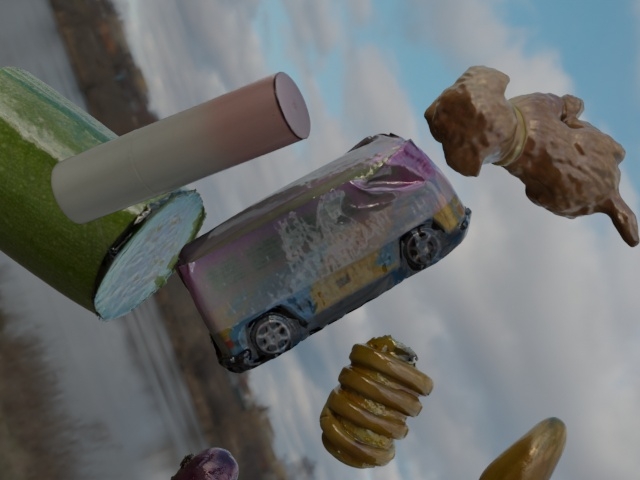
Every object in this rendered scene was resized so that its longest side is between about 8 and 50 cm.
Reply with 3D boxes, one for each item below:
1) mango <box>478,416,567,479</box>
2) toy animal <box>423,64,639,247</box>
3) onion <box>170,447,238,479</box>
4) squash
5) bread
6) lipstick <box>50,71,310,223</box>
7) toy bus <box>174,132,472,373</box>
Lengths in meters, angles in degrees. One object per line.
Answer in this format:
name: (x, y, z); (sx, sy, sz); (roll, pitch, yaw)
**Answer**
mango: (0.308, 0.341, 1.727); (0.085, 0.184, 0.102); (44, -8, 14)
toy animal: (0.193, -0.076, 1.042); (0.185, 0.104, 0.184); (19, 30, -44)
onion: (-0.173, 0.367, 1.741); (0.104, 0.115, 0.115); (48, -3, -16)
squash: (-0.401, -0.068, 1.810); (0.384, 0.263, 0.263); (34, -22, 18)
bread: (0.073, 0.214, 1.508); (0.119, 0.177, 0.084); (27, -6, -4)
lipstick: (-0.175, -0.110, 1.412); (0.087, 0.327, 0.087); (50, 30, -43)
toy bus: (0.000, 0.000, 1.512); (0.162, 0.386, 0.171); (62, -5, -20)
